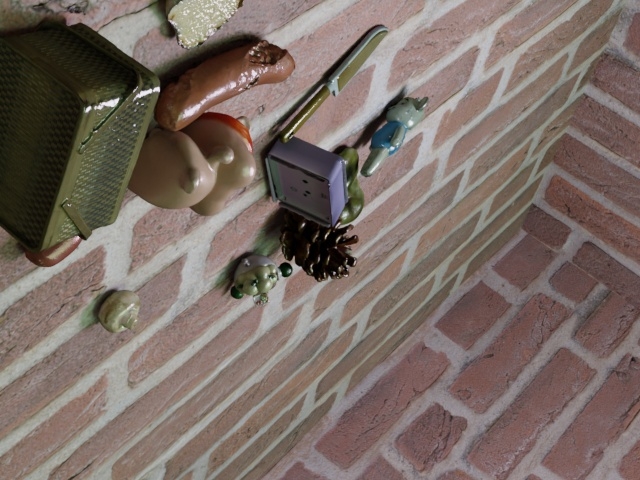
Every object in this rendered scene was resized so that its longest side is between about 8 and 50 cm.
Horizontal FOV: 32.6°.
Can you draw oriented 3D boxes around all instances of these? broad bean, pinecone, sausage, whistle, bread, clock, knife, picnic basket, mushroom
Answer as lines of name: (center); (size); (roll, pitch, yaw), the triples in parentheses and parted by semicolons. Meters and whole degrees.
broad bean: (0.039, -0.119, 2.446); (0.153, 0.072, 0.207); (-49, 149, -23)
pinecone: (-0.003, 0.002, 2.355); (0.150, 0.195, 0.179); (-47, 163, 8)
sausage: (-0.395, 0.000, 1.623); (0.094, 0.059, 0.054); (-44, 153, -19)
whistle: (0.158, -0.240, 2.463); (0.236, 0.077, 0.114); (-54, -158, -20)
bread: (-0.173, -0.343, 1.574); (0.126, 0.044, 0.129); (-44, 163, -6)
clock: (-0.026, -0.117, 2.155); (0.073, 0.144, 0.193); (-59, 165, -21)
knife: (0.028, -0.308, 2.129); (0.343, 0.027, 0.061); (-50, 158, -18)
picnic basket: (-0.332, -0.130, 1.380); (0.139, 0.165, 0.267); (-29, 150, -52)
sausage: (-0.145, -0.257, 1.734); (0.326, 0.079, 0.087); (-35, 143, -47)
mushroom: (-0.352, 0.128, 1.936); (0.083, 0.067, 0.083); (-52, 168, -16)

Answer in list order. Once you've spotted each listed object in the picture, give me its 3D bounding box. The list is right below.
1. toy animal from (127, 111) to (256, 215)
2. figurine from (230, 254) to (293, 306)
toy animal: (-0.197, -0.121, 1.741); (0.197, 0.171, 0.171); (-23, 145, -50)
figurine: (-0.126, 0.084, 2.352); (0.147, 0.094, 0.197); (-25, 164, 8)
